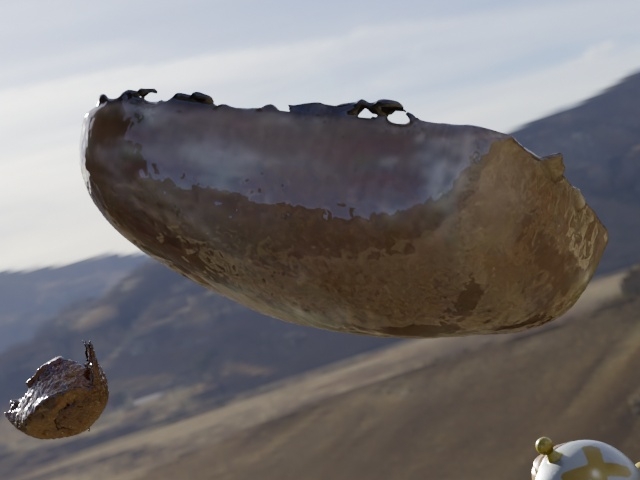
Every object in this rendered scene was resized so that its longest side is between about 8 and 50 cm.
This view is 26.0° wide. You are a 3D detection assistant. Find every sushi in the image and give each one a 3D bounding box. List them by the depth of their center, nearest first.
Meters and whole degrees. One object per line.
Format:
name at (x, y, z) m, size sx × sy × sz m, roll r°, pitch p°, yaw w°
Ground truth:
sushi at (-0.171, 0.102, 0.920) m, size 0.099 × 0.047 × 0.050 m, roll -31°, pitch -37°, yaw 26°

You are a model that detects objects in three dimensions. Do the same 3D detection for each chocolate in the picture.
chocolate at (-0.001, 0.001, 0.644) m, size 0.261 × 0.083 × 0.161 m, roll 7°, pitch -17°, yaw 37°

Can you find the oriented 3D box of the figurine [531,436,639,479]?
figurine at (0.185, 0.180, 0.839) m, size 0.101 × 0.143 × 0.068 m, roll -20°, pitch -28°, yaw -20°
